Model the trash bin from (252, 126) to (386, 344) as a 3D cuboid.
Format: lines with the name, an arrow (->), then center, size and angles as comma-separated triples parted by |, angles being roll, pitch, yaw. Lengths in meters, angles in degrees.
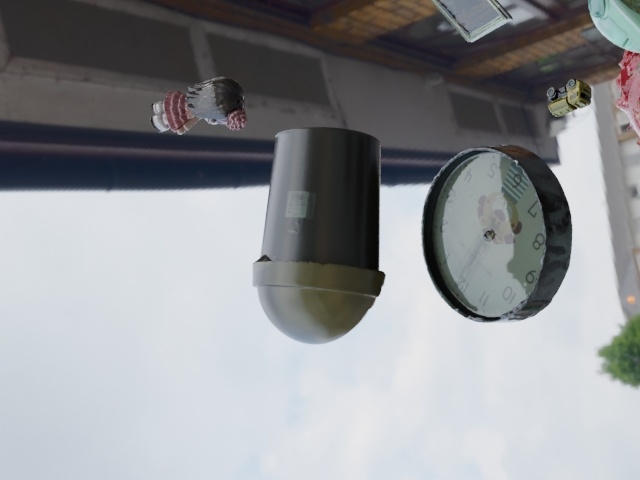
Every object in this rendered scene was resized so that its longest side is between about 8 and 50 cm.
trash bin -> 0.000, 0.000, 1.417 | 0.214, 0.214, 0.333 | 16, -106, -57

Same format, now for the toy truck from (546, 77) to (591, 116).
toy truck -> 0.499, -0.285, 1.762 | 0.049, 0.083, 0.054 | 20, -115, -34

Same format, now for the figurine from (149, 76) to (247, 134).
figurine -> -0.154, -0.164, 1.108 | 0.054, 0.129, 0.072 | 53, -148, -58

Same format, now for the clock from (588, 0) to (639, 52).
clock -> 0.389, -0.288, 1.049 | 0.148, 0.060, 0.188 | -37, -106, -20

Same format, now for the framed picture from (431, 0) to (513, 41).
framed picture -> 0.292, -0.509, 1.860 | 0.197, 0.014, 0.252 | 46, 175, -7

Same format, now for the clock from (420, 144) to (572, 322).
clock -> 0.289, -0.011, 1.503 | 0.061, 0.313, 0.312 | -2, -103, -34

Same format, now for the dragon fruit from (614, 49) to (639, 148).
dragon fruit -> 0.544, -0.195, 1.250 | 0.268, 0.210, 0.205 | 44, -166, 33
